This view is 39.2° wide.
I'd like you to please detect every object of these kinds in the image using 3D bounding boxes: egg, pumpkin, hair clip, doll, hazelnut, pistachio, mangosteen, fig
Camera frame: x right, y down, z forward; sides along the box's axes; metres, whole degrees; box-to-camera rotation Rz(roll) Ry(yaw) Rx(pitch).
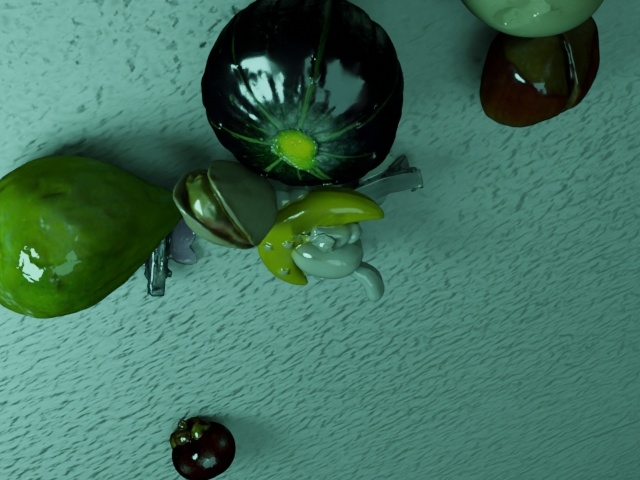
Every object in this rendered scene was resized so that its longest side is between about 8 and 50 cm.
[{"bbox_3d":[0.297,-0.406,1.290,0.269,0.219,0.219,31,110,-22],"label":"egg"},{"bbox_3d":[-0.021,-0.236,1.290,0.295,0.296,0.296,-13,131,-16],"label":"pumpkin"},{"bbox_3d":[-0.268,0.002,1.474,0.146,0.056,0.187,-4,119,-21],"label":"hair clip"},{"bbox_3d":[0.066,-0.084,1.559,0.220,0.054,0.140,-23,137,-3],"label":"hair clip"},{"bbox_3d":[0.000,0.000,1.521,0.252,0.111,0.237,7,131,-3],"label":"doll"},{"bbox_3d":[0.357,-0.270,1.459,0.212,0.181,0.181,-28,120,-15],"label":"hazelnut"},{"bbox_3d":[-0.138,-0.052,1.355,0.144,0.144,0.215,-44,166,13],"label":"pistachio"},{"bbox_3d":[-0.238,0.404,1.769,0.140,0.140,0.140,-13,131,-16],"label":"mangosteen"},{"bbox_3d":[-0.356,-0.031,1.327,0.314,0.233,0.233,-49,148,-41],"label":"fig"}]
